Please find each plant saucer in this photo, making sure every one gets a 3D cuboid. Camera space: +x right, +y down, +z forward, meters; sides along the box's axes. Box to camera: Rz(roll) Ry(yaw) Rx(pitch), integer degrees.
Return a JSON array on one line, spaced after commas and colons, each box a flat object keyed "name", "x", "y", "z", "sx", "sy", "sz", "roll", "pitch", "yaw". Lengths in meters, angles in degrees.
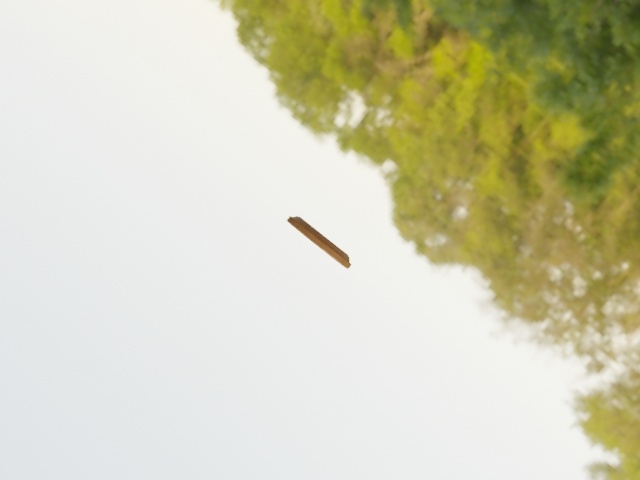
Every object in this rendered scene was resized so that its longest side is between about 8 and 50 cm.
[{"name": "plant saucer", "x": 0.000, "y": 0.000, "z": 1.306, "sx": 0.083, "sy": 0.013, "sz": 0.083, "roll": 39, "pitch": -179, "yaw": -1}]
